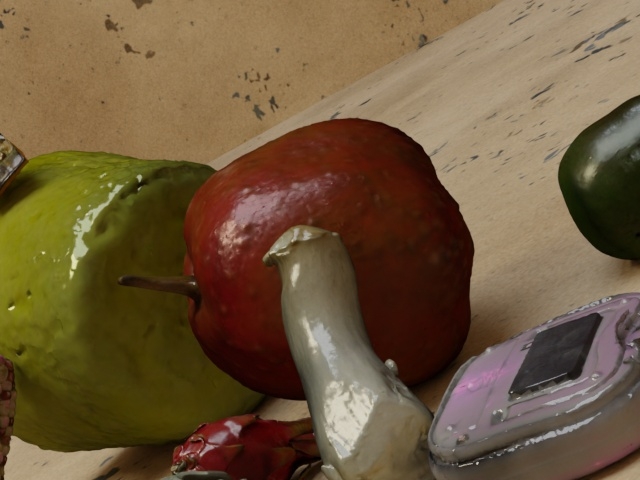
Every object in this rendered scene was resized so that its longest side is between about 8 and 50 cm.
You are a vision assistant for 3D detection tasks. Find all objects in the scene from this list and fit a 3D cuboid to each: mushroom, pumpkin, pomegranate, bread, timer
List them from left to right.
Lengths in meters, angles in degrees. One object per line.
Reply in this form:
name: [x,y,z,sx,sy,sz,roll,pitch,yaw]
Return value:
pumpkin: [-0.343,-0.069,1.904,0.073,0.035,0.101,-46,33,0]
bread: [-0.205,0.064,1.936,0.307,0.348,0.348,-3,29,48]
mushroom: [0.021,0.104,1.438,0.099,0.096,0.278,-16,52,-9]
timer: [0.176,0.115,1.338,0.190,0.069,0.208,-24,12,24]
pomegranate: [0.296,-0.055,1.640,0.152,0.131,0.191,-37,-12,4]

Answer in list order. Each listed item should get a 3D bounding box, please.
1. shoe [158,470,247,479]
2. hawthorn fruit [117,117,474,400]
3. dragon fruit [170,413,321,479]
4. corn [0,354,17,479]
shoe: [-0.114,0.255,1.399,0.159,0.124,0.316,-24,12,7]
hawthorn fruit: [-0.026,0.024,1.661,0.330,0.287,0.287,-6,3,-18]
dragon fruit: [-0.042,0.194,1.593,0.190,0.094,0.094,-12,6,-15]
corn: [-0.364,0.252,1.795,0.092,0.281,0.092,8,-9,1]
